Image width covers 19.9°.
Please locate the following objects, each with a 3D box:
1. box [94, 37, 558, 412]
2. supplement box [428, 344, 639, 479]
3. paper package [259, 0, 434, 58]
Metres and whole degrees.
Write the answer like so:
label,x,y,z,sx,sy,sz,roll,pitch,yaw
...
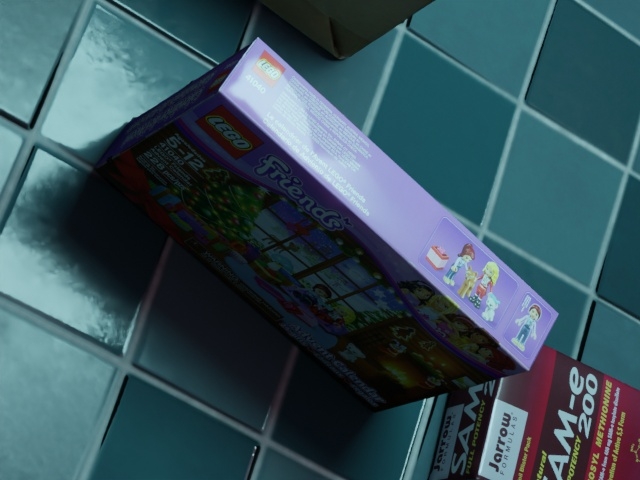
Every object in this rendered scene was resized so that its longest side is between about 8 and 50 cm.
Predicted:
label,x,y,z,sx,sy,sz,roll,pitch,yaw
box,0.000,0.000,1.297,0.293,0.201,0.057,42,59,-15
supplement box,0.212,0.177,1.457,0.239,0.073,0.130,25,66,-23
paper package,0.007,-0.363,1.420,0.309,0.168,0.325,34,62,-18
